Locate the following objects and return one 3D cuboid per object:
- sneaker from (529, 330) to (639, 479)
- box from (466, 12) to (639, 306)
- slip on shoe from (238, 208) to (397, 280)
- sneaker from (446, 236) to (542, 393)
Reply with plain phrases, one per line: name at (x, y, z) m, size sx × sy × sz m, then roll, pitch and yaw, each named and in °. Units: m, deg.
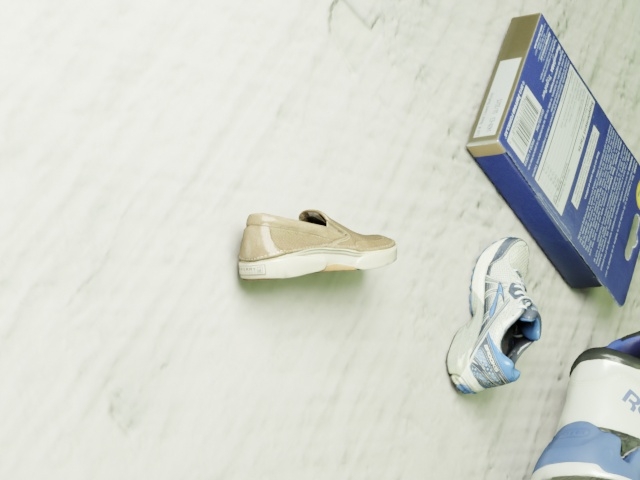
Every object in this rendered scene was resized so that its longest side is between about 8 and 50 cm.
sneaker at (0.296, 0.172, 1.286) m, size 0.315 × 0.127 × 0.182 m, roll 37°, pitch 55°, yaw -38°
box at (0.201, -0.058, 1.282) m, size 0.225 × 0.036 × 0.136 m, roll 48°, pitch 50°, yaw -36°
slip on shoe at (0.000, 0.000, 1.005) m, size 0.135 × 0.051 × 0.041 m, roll -5°, pitch 92°, yaw -45°
sneaker at (0.142, 0.055, 1.172) m, size 0.052 × 0.058 × 0.135 m, roll 47°, pitch 50°, yaw -38°
